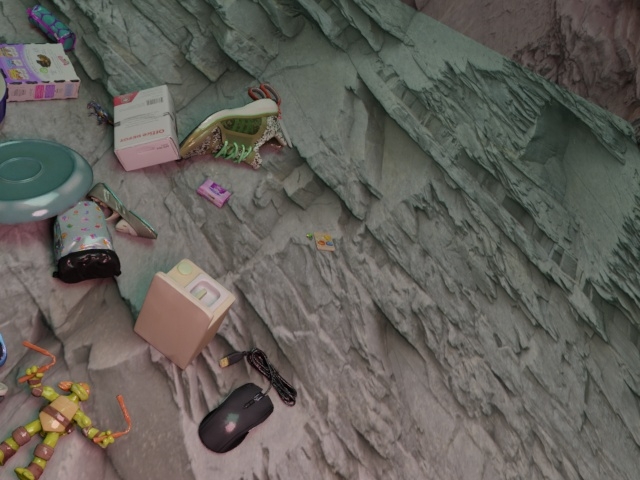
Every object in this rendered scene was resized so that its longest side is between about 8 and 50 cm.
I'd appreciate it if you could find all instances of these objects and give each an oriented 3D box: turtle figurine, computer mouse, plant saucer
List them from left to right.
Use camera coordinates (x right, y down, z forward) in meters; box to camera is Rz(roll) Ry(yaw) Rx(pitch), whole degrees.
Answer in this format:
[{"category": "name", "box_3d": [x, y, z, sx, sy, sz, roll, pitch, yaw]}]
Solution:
[{"category": "plant saucer", "box_3d": [-0.703, -0.153, 1.517, 0.318, 0.043, 0.317, 5, 41, -4]}, {"category": "turtle figurine", "box_3d": [-0.521, 0.337, 1.231, 0.269, 0.087, 0.217, 42, 52, -4]}, {"category": "computer mouse", "box_3d": [-0.180, 0.339, 1.443, 0.262, 0.060, 0.184, -26, 69, -42]}]

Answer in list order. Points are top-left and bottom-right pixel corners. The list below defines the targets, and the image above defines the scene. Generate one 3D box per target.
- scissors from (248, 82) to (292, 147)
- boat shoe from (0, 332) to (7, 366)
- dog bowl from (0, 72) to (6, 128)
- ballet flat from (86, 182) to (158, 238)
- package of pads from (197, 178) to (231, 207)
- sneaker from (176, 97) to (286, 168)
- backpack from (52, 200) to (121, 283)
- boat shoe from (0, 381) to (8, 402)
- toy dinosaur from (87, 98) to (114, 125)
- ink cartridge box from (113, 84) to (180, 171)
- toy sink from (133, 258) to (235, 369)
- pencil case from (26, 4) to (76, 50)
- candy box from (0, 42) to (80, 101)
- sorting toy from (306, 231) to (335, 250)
[{"category": "scissors", "box_3d": [-0.138, -0.424, 2.164, 0.109, 0.021, 0.297, -17, 60, -41]}, {"category": "boat shoe", "box_3d": [-0.710, 0.141, 1.283, 0.089, 0.109, 0.258, -20, 62, -36]}, {"category": "dog bowl", "box_3d": [-0.925, -0.359, 1.600, 0.265, 0.104, 0.264, 16, 46, -17]}, {"category": "ballet flat", "box_3d": [-0.501, -0.058, 1.617, 0.213, 0.072, 0.068, 42, 72, 10]}, {"category": "package of pads", "box_3d": [-0.298, -0.134, 1.810, 0.083, 0.032, 0.050, 34, 45, 1]}, {"category": "sneaker", "box_3d": [-0.245, -0.291, 1.915, 0.410, 0.158, 0.182, -30, 89, -38]}, {"category": "backpack", "box_3d": [-0.546, 0.000, 1.494, 0.152, 0.115, 0.182, -5, 52, -29]}, {"category": "boat shoe", "box_3d": [-0.740, 0.298, 1.158, 0.320, 0.116, 0.099, 6, 93, -34]}, {"category": "toy dinosaur", "box_3d": [-0.629, -0.361, 1.833, 0.090, 0.047, 0.082, 35, 20, -50]}, {"category": "ink cartridge box", "box_3d": [-0.478, -0.311, 1.777, 0.159, 0.092, 0.217, -14, 53, 0]}, {"category": "toy sink", "box_3d": [-0.293, 0.146, 1.423, 0.153, 0.234, 0.131, 36, 44, 5]}, {"category": "pencil case", "box_3d": [-0.807, -0.640, 1.942, 0.152, 0.064, 0.070, 40, 19, 8]}, {"category": "candy box", "box_3d": [-0.795, -0.470, 1.795, 0.196, 0.070, 0.164, -13, 60, -36]}, {"category": "sorting toy", "box_3d": [0.000, 0.000, 1.876, 0.083, 0.012, 0.062, 7, 50, -25]}]
